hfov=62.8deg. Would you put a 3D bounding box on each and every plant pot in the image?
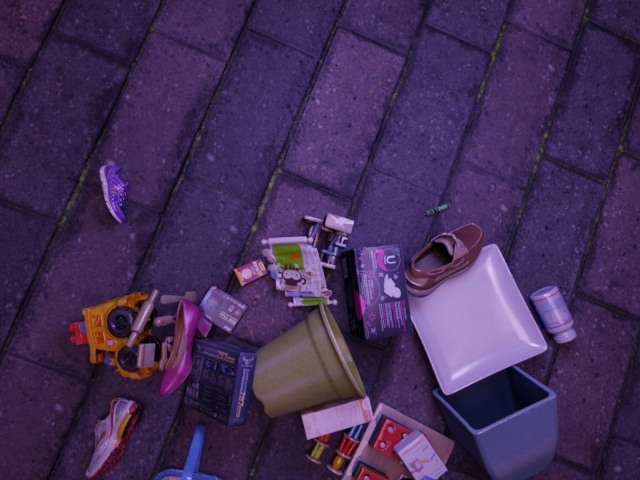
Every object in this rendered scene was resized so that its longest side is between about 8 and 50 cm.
[{"bbox_3d":[0.501,0.527,1.458,0.247,0.248,0.252,-21,104,-9],"label":"plant pot"},{"bbox_3d":[-0.050,0.340,1.404,0.254,0.276,0.276,-26,88,3],"label":"plant pot"}]

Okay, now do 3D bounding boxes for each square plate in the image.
[{"bbox_3d":[0.438,0.225,1.544,0.344,0.049,0.347,-21,78,-10],"label":"square plate"}]

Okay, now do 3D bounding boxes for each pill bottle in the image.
[{"bbox_3d":[0.707,0.224,1.584,0.087,0.087,0.160,-25,89,-9],"label":"pill bottle"}]

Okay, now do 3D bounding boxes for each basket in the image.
[{"bbox_3d":[-0.339,0.648,1.328,0.201,0.255,0.289,7,102,-3],"label":"basket"}]

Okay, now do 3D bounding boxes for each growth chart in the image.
[{"bbox_3d":[-0.065,0.090,1.464,0.172,0.021,0.237,-11,113,19],"label":"growth chart"}]

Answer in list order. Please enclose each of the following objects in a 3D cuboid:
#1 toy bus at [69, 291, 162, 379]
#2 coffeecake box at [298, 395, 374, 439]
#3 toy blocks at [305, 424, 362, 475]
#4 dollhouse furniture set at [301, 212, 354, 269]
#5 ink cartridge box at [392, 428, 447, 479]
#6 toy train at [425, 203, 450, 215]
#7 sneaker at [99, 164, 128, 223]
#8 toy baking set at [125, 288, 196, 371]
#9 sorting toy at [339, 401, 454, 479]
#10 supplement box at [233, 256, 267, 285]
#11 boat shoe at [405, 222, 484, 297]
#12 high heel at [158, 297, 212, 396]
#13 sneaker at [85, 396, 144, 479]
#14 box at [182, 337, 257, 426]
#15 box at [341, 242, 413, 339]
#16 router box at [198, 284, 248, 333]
[{"bbox_3d":[-0.551,0.263,1.392,0.211,0.149,0.220,-11,89,5],"label":"toy bus"},{"bbox_3d":[0.037,0.471,1.442,0.185,0.142,0.068,-13,87,-9],"label":"coffeecake box"},{"bbox_3d":[0.043,0.565,1.479,0.123,0.054,0.148,30,82,-4],"label":"toy blocks"},{"bbox_3d":[0.000,0.000,1.461,0.129,0.183,0.129,16,82,-5],"label":"dollhouse furniture set"},{"bbox_3d":[0.268,0.590,1.417,0.088,0.052,0.122,-35,89,-9],"label":"ink cartridge box"},{"bbox_3d":[0.358,-0.095,1.599,0.083,0.024,0.017,-20,88,-9],"label":"toy train"},{"bbox_3d":[-0.566,-0.132,1.458,0.071,0.068,0.170,-12,86,-14],"label":"sneaker"},{"bbox_3d":[-0.414,0.224,1.381,0.030,0.197,0.256,0,58,25],"label":"toy baking set"},{"bbox_3d":[0.227,0.636,1.480,0.255,0.089,0.257,29,81,-4],"label":"sorting toy"},{"bbox_3d":[-0.199,0.091,1.497,0.083,0.043,0.055,-26,87,-10],"label":"supplement box"},{"bbox_3d":[0.365,0.038,1.501,0.123,0.116,0.324,37,58,27],"label":"boat shoe"},{"bbox_3d":[-0.373,0.272,1.352,0.117,0.082,0.244,52,49,-31],"label":"high heel"},{"bbox_3d":[-0.561,0.525,1.397,0.092,0.088,0.225,24,81,16],"label":"sneaker"},{"bbox_3d":[-0.267,0.363,1.374,0.059,0.232,0.183,14,81,-43],"label":"box"},{"bbox_3d":[0.156,0.142,1.480,0.142,0.163,0.247,-6,86,-12],"label":"box"},{"bbox_3d":[-0.278,0.194,1.479,0.122,0.038,0.092,32,82,-4],"label":"router box"}]
